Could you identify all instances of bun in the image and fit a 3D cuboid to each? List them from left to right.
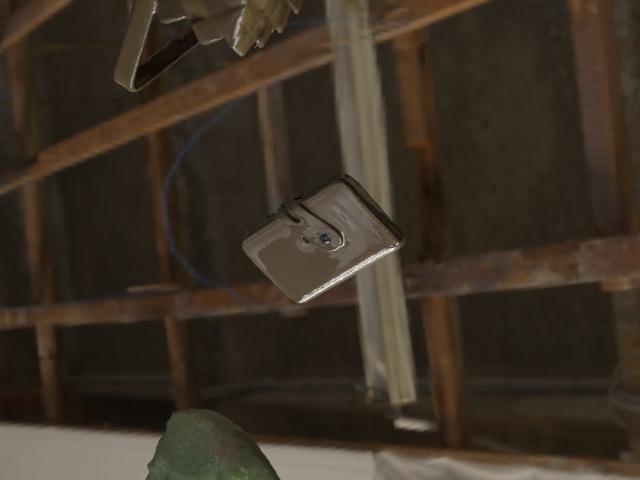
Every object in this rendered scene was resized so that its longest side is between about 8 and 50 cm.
[{"bbox_3d":[-0.127,0.285,1.400,0.204,0.126,0.213,13,-52,44],"label":"bun"}]

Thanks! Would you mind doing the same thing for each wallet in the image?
[{"bbox_3d":[0.000,0.000,1.396,0.152,0.118,0.039,-31,-155,32],"label":"wallet"}]

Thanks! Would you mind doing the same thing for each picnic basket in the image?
[{"bbox_3d":[-0.167,-0.366,1.744,0.291,0.254,0.321,32,-44,7],"label":"picnic basket"}]
